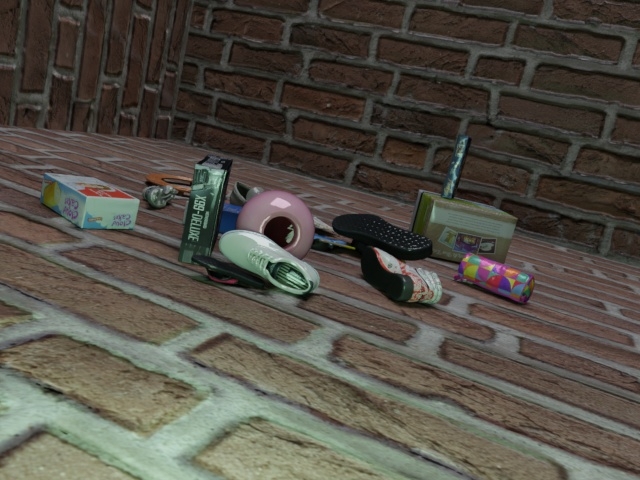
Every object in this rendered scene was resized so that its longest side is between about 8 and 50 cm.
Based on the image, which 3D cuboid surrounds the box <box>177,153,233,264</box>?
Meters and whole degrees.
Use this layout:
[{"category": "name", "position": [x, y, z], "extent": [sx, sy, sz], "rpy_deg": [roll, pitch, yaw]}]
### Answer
[{"category": "box", "position": [-0.296, -0.091, 1.509], "extent": [0.076, 0.242, 0.307], "rpy_deg": [11, 11, -8]}]

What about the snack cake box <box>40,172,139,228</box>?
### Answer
[{"category": "snack cake box", "position": [-0.641, -0.110, 1.596], "extent": [0.264, 0.089, 0.152], "rpy_deg": [23, 13, 39]}]

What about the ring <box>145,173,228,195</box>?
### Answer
[{"category": "ring", "position": [-0.547, -0.220, 2.372], "extent": [0.336, 0.032, 0.336], "rpy_deg": [13, 12, -3]}]

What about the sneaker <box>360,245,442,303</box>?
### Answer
[{"category": "sneaker", "position": [0.220, 0.097, 1.572], "extent": [0.145, 0.090, 0.270], "rpy_deg": [9, 16, -24]}]

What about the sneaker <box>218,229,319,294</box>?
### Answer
[{"category": "sneaker", "position": [-0.121, 0.046, 1.344], "extent": [0.258, 0.094, 0.091], "rpy_deg": [23, 3, 4]}]

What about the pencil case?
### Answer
[{"category": "pencil case", "position": [0.546, 0.120, 1.811], "extent": [0.236, 0.104, 0.104], "rpy_deg": [19, 13, 37]}]

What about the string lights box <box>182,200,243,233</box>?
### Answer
[{"category": "string lights box", "position": [-0.288, -0.069, 1.822], "extent": [0.259, 0.077, 0.133], "rpy_deg": [13, 11, -1]}]

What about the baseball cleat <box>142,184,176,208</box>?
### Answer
[{"category": "baseball cleat", "position": [-0.565, -0.147, 1.955], "extent": [0.109, 0.072, 0.206], "rpy_deg": [-2, 8, 7]}]

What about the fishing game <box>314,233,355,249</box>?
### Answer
[{"category": "fishing game", "position": [0.000, 0.000, 1.913], "extent": [0.189, 0.041, 0.264], "rpy_deg": [15, 3, -35]}]

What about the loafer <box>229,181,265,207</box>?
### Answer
[{"category": "loafer", "position": [-0.233, -0.135, 2.080], "extent": [0.112, 0.111, 0.319], "rpy_deg": [-14, 25, -37]}]

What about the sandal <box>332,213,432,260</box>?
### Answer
[{"category": "sandal", "position": [0.180, 0.006, 1.888], "extent": [0.167, 0.107, 0.446], "rpy_deg": [-14, 24, -28]}]

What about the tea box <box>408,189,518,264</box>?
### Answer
[{"category": "tea box", "position": [0.545, -0.047, 2.278], "extent": [0.329, 0.220, 0.323], "rpy_deg": [12, 12, -4]}]

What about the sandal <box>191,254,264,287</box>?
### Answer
[{"category": "sandal", "position": [-0.212, 0.080, 1.308], "extent": [0.179, 0.040, 0.067], "rpy_deg": [25, 10, -21]}]

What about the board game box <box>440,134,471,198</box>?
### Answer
[{"category": "board game box", "position": [0.532, -0.287, 2.254], "extent": [0.042, 0.243, 0.165], "rpy_deg": [17, 13, 16]}]

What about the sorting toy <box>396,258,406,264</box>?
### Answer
[{"category": "sorting toy", "position": [0.225, 0.076, 1.817], "extent": [0.075, 0.045, 0.083], "rpy_deg": [-9, 16, -9]}]

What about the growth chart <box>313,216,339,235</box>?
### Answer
[{"category": "growth chart", "position": [-0.040, -0.078, 2.112], "extent": [0.237, 0.021, 0.172], "rpy_deg": [20, 11, -45]}]

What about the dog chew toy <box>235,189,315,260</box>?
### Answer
[{"category": "dog chew toy", "position": [-0.136, -0.036, 1.561], "extent": [0.206, 0.206, 0.332], "rpy_deg": [10, 4, -15]}]
